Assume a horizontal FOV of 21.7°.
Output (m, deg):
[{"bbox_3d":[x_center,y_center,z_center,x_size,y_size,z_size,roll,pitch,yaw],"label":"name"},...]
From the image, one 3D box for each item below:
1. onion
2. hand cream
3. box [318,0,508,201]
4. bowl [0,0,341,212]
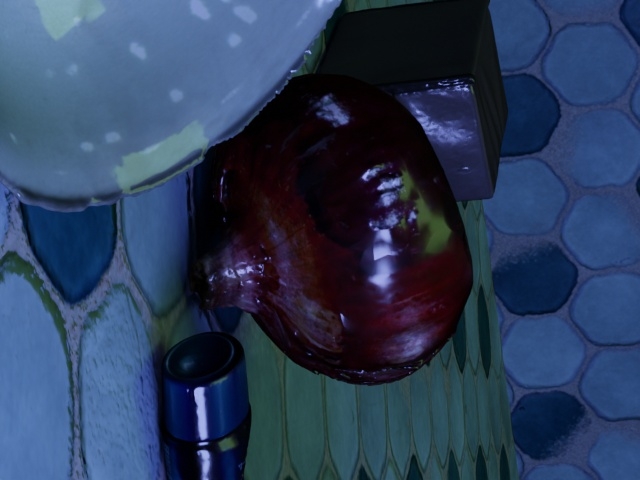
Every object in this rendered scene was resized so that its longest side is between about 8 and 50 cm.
[{"bbox_3d":[0.000,0.000,1.296,0.252,0.219,0.252,40,-36,37],"label":"onion"},{"bbox_3d":[-0.078,0.204,1.199,0.120,0.061,0.271,-76,166,-68],"label":"hand cream"},{"bbox_3d":[0.105,-0.152,1.855,0.252,0.188,0.153,-75,157,-63],"label":"box"},{"bbox_3d":[-0.108,-0.181,0.887,0.313,0.146,0.313,-42,157,-23],"label":"bowl"}]
